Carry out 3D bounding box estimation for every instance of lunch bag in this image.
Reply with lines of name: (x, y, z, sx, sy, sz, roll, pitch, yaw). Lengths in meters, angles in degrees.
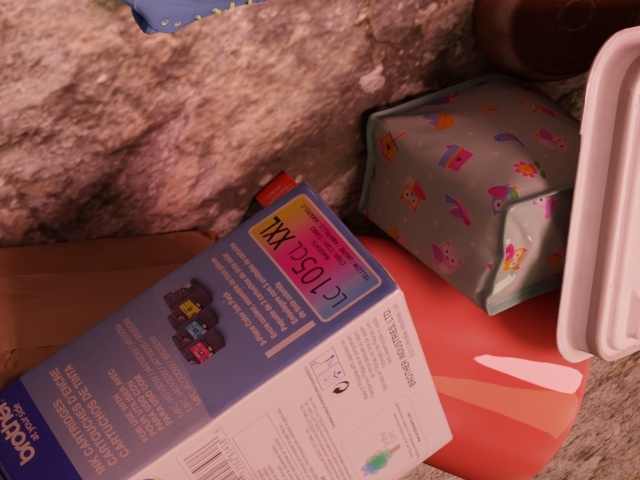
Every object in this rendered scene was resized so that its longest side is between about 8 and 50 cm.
lunch bag: (0.205, -0.061, 1.418, 0.262, 0.223, 0.160, -19, 132, -34)

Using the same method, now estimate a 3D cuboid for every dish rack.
dish rack: (0.352, -0.046, 1.346, 0.286, 0.072, 0.332, -16, 119, -43)

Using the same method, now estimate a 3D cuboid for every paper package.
paper package: (-0.240, 0.166, 1.292, 0.309, 0.168, 0.324, -5, 131, -40)

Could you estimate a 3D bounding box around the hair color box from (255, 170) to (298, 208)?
hair color box: (0.000, 0.000, 1.362, 0.043, 0.141, 0.072, -42, 145, 1)

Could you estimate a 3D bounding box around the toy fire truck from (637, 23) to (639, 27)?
toy fire truck: (0.446, -0.271, 1.516, 0.246, 0.158, 0.217, -30, 152, -49)

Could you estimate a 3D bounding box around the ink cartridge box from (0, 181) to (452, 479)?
ink cartridge box: (-0.104, 0.174, 1.153, 0.395, 0.151, 0.270, -36, 143, -10)

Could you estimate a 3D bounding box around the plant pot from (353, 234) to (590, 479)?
plant pot: (0.113, 0.116, 1.478, 0.243, 0.275, 0.275, 14, 120, -23)

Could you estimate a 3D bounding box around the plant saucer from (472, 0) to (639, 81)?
plant saucer: (0.253, -0.235, 1.394, 0.199, 0.036, 0.198, -10, 132, -12)

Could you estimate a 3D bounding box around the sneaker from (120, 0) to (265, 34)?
sneaker: (-0.087, -0.223, 1.112, 0.240, 0.091, 0.126, 7, 141, -47)
